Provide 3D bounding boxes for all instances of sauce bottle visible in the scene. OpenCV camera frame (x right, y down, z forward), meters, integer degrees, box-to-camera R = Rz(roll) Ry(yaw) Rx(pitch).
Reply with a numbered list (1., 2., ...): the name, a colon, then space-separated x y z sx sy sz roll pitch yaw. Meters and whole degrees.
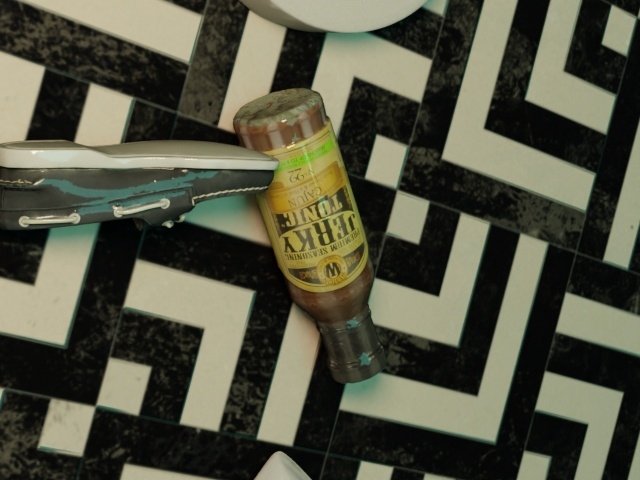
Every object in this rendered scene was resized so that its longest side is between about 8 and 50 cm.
1. sauce bottle: 0.000 0.000 1.779 0.111 0.111 0.344 -32 114 -29

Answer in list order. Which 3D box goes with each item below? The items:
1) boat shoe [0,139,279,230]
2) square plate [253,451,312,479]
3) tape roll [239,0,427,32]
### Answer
1. boat shoe: -0.190 -0.056 1.621 0.302 0.114 0.091 0 102 -18
2. square plate: -0.040 0.486 1.864 0.344 0.049 0.347 47 70 -31
3. tape roll: 0.018 -0.428 1.751 0.392 0.072 0.392 -6 100 -36
